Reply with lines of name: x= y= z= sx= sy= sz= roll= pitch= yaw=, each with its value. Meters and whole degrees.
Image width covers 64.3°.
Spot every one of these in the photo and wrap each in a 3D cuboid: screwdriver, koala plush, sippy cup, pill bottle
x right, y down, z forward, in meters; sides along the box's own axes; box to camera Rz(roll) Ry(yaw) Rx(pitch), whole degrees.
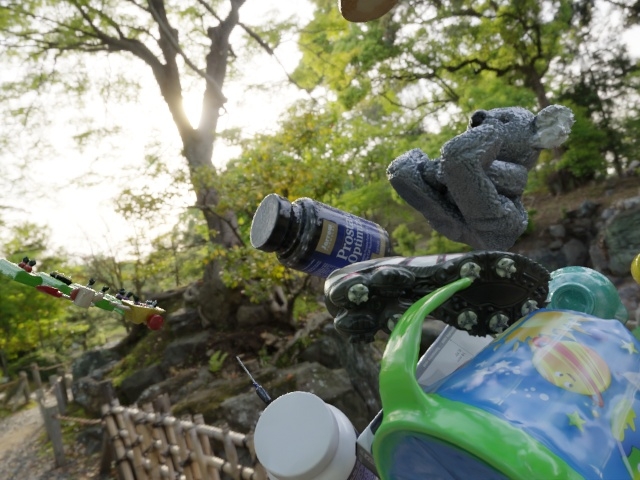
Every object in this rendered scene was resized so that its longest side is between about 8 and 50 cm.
screwdriver: x=-0.176 y=0.356 z=1.296 sx=0.025 sy=0.170 sz=0.024 roll=-53 pitch=-39 yaw=-1
koala plush: x=0.260 y=-0.117 z=0.774 sx=0.221 sy=0.203 sz=0.196 roll=-49 pitch=17 yaw=-20
sippy cup: x=0.206 y=0.186 z=0.473 sx=0.240 sy=0.305 sz=0.224 roll=14 pitch=40 yaw=45
pill bottle: x=-0.001 y=0.359 z=0.833 sx=0.153 sy=0.153 sz=0.264 roll=-15 pitch=-42 yaw=10
pill bottle: x=0.000 y=0.000 z=0.859 sx=0.219 sy=0.122 sz=0.123 roll=19 pitch=-20 yaw=-30

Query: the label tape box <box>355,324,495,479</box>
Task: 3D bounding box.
label tape box: x=0.249 y=0.290 z=0.663 sx=0.241 sy=0.334 sz=0.105 roll=-44 pitch=-27 yaw=-25

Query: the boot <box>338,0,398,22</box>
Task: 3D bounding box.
boot: x=0.070 y=-0.468 z=0.683 sx=0.104 sy=0.211 sz=0.295 roll=-6 pitch=-16 yaw=-10

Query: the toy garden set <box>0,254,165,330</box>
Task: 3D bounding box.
toy garden set: x=-0.405 y=0.086 z=0.893 sx=0.204 sy=0.049 sz=0.244 roll=11 pitch=-15 yaw=42

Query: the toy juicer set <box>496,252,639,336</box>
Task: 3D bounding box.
toy juicer set: x=0.435 y=0.145 z=0.852 sx=0.329 sy=0.209 sz=0.090 roll=-18 pitch=-19 yaw=29

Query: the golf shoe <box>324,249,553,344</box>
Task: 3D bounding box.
golf shoe: x=0.139 y=0.051 z=0.616 sx=0.273 sy=0.105 sz=0.120 roll=-1 pitch=16 yaw=-8
